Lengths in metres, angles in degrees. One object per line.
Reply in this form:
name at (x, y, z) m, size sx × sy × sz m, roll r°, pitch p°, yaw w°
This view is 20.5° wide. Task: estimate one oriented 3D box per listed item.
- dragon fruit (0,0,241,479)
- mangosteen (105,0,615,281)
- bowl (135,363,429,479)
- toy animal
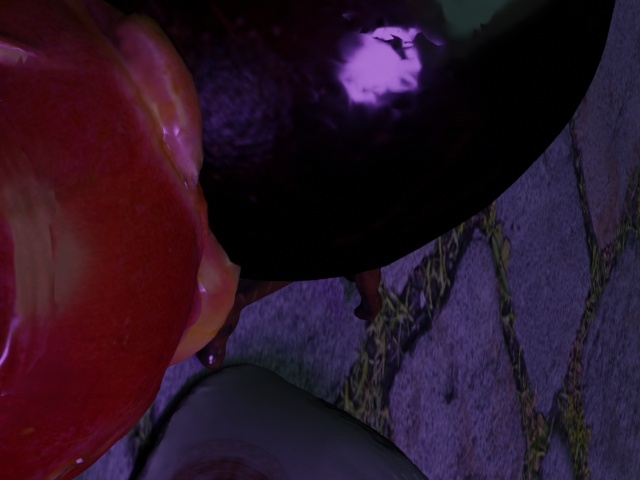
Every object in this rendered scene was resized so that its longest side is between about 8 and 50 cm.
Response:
dragon fruit at (-0.139, -0.006, 0.570) m, size 0.227 × 0.224 × 0.224 m, roll 36°, pitch 54°, yaw -88°
mangosteen at (-0.016, -0.139, 0.765) m, size 0.313 × 0.297 × 0.297 m, roll 70°, pitch 29°, yaw -47°
bowl at (0.018, 0.238, 1.007) m, size 0.337 × 0.158 × 0.337 m, roll -1°, pitch 90°, yaw -68°
toy animal at (0.000, 0.000, 1.097) m, size 0.224 × 0.066 × 0.229 m, roll -64°, pitch 160°, yaw -12°
